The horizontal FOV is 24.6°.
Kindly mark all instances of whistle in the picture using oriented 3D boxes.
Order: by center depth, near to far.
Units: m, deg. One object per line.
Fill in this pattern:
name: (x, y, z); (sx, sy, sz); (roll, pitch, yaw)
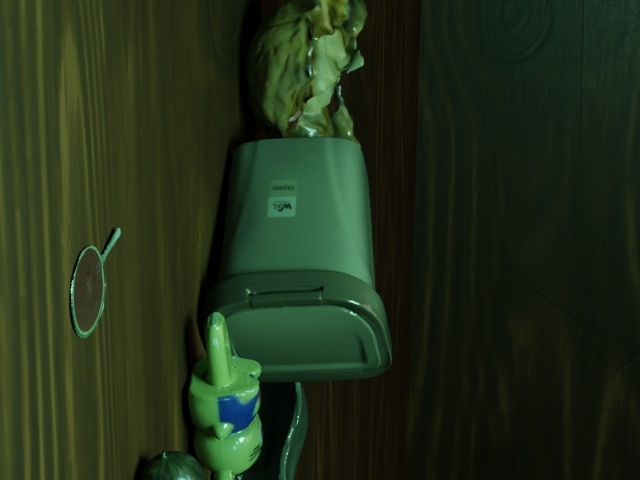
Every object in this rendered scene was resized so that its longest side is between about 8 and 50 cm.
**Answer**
whistle: (-0.110, 0.184, 1.700); (0.105, 0.085, 0.227); (-86, 175, -60)

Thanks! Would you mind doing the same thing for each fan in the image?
fan: (-0.205, 0.031, 1.341); (0.133, 0.005, 0.085); (-73, 163, -48)

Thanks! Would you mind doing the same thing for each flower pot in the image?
flower pot: (-0.073, 0.261, 1.884); (0.108, 0.103, 0.229); (75, 18, -68)

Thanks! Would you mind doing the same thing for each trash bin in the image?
trash bin: (-0.024, 0.021, 1.801); (0.219, 0.220, 0.250); (76, 14, -65)

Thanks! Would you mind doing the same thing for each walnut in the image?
walnut: (-0.028, -0.213, 1.863); (0.204, 0.141, 0.238); (-3, 100, -69)

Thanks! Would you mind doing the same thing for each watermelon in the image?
watermelon: (-0.152, 0.267, 1.528); (0.078, 0.078, 0.110); (-70, 161, -56)
